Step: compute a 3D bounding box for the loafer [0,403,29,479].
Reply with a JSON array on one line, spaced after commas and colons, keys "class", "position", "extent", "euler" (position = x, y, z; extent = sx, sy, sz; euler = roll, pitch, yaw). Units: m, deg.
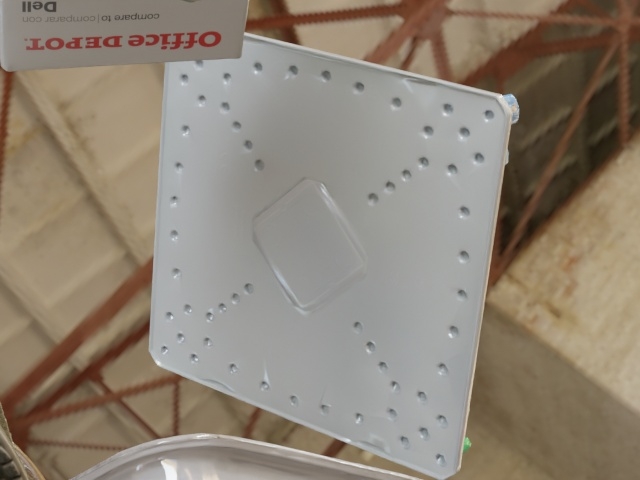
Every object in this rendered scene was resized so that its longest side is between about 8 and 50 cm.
[{"class": "loafer", "position": [-0.258, 0.110, 0.927], "extent": [0.102, 0.092, 0.268], "euler": [-17, -58, -6]}]

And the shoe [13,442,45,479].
[{"class": "shoe", "position": [-0.312, 0.201, 1.259], "extent": [0.076, 0.219, 0.058], "euler": [-42, -17, -22]}]

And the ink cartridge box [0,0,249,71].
[{"class": "ink cartridge box", "position": [-0.155, -0.281, 1.114], "extent": [0.211, 0.121, 0.289], "euler": [-5, -41, -15]}]

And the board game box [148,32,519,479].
[{"class": "board game box", "position": [0.000, 0.000, 1.421], "extent": [0.050, 0.390, 0.390], "euler": [-24, -55, -53]}]

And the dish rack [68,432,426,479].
[{"class": "dish rack", "position": [-0.104, 0.234, 0.916], "extent": [0.333, 0.072, 0.285], "euler": [-30, -33, 30]}]
